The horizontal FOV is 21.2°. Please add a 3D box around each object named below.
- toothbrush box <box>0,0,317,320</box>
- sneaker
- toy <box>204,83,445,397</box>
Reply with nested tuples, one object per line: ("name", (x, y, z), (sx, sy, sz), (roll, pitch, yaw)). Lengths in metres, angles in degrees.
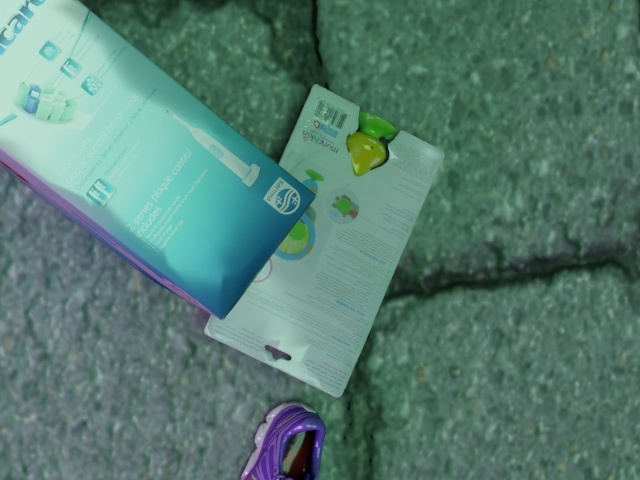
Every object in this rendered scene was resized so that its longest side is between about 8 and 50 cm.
("toothbrush box", (-0.178, -0.084, 1.336), (0.295, 0.216, 0.126), (40, 83, -20))
("sneaker", (-0.042, 0.223, 1.497), (0.068, 0.071, 0.170), (17, 91, -20))
("toy", (0.000, 0.000, 1.493), (0.136, 0.056, 0.237), (27, 82, -16))
